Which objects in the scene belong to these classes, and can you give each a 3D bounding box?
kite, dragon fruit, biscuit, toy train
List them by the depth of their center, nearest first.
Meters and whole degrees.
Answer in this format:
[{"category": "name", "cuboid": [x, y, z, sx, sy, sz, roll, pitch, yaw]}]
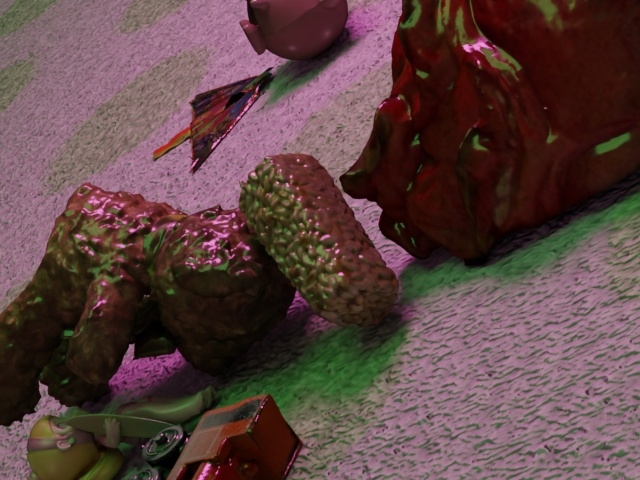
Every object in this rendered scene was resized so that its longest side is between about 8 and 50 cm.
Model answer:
[{"category": "toy train", "cuboid": [-0.097, 0.198, 1.444, 0.118, 0.074, 0.176, -18, 28, 36]}, {"category": "dragon fruit", "cuboid": [0.151, -0.146, 1.509, 0.329, 0.228, 0.286, -38, 23, -3]}, {"category": "biscuit", "cuboid": [0.000, 0.000, 1.566, 0.168, 0.082, 0.070, 56, 131, 34]}, {"category": "kite", "cuboid": [-0.127, -0.144, 2.229, 0.183, 0.014, 0.241, -33, 24, 17]}]

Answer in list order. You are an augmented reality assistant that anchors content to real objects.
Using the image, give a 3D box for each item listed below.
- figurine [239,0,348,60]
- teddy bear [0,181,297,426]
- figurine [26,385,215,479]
[{"category": "figurine", "cuboid": [-0.028, -0.265, 2.160, 0.138, 0.125, 0.125, -36, 22, 4]}, {"category": "teddy bear", "cuboid": [-0.152, 0.076, 1.694, 0.246, 0.222, 0.296, -19, -40, -58]}, {"category": "figurine", "cuboid": [-0.176, 0.172, 1.641, 0.187, 0.083, 0.083, -20, 26, 12]}]
